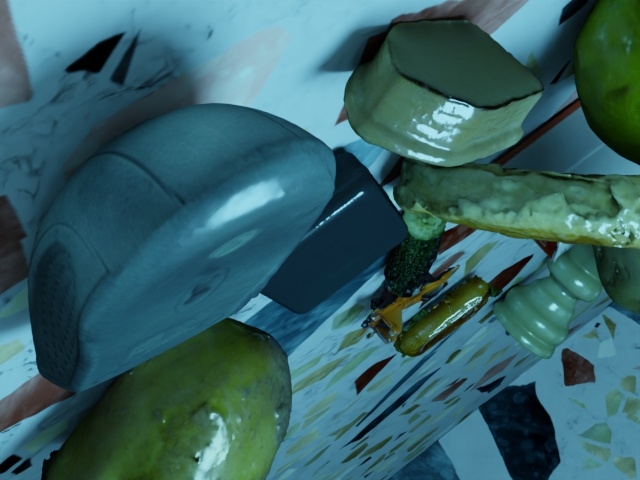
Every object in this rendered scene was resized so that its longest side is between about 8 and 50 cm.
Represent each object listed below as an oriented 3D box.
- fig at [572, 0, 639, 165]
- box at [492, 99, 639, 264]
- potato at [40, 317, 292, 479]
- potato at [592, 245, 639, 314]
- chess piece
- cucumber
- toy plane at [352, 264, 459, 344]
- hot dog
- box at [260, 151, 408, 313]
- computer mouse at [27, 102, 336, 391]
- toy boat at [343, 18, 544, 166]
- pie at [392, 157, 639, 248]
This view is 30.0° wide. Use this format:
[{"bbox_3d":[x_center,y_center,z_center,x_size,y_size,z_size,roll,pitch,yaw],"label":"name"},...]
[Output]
[{"bbox_3d":[0.367,-0.157,1.204,0.233,0.233,0.314,-32,156,-18],"label":"fig"},{"bbox_3d":[0.310,-0.079,1.455,0.182,0.133,0.099,-38,162,-5],"label":"box"},{"bbox_3d":[-0.133,0.201,1.197,0.266,0.229,0.229,-50,160,13],"label":"potato"},{"bbox_3d":[0.567,-0.023,1.929,0.326,0.243,0.221,-45,-174,-30],"label":"potato"},{"bbox_3d":[0.442,0.076,2.143,0.251,0.144,0.144,-50,160,15],"label":"chess piece"},{"bbox_3d":[0.114,0.013,1.430,0.058,0.058,0.187,-33,163,-16],"label":"cucumber"},{"bbox_3d":[0.116,0.070,1.593,0.188,0.062,0.135,-43,169,-36],"label":"toy plane"},{"bbox_3d":[0.193,0.115,1.847,0.188,0.055,0.072,-37,166,-2],"label":"hot dog"},{"bbox_3d":[0.000,0.000,1.172,0.160,0.050,0.230,-37,163,4],"label":"box"},{"bbox_3d":[-0.112,0.002,0.841,0.188,0.122,0.371,-25,166,-27],"label":"computer mouse"},{"bbox_3d":[0.095,-0.120,0.952,0.188,0.116,0.061,-21,152,-50],"label":"toy boat"},{"bbox_3d":[0.237,-0.039,1.206,0.339,0.339,0.083,4,94,-65],"label":"pie"}]
